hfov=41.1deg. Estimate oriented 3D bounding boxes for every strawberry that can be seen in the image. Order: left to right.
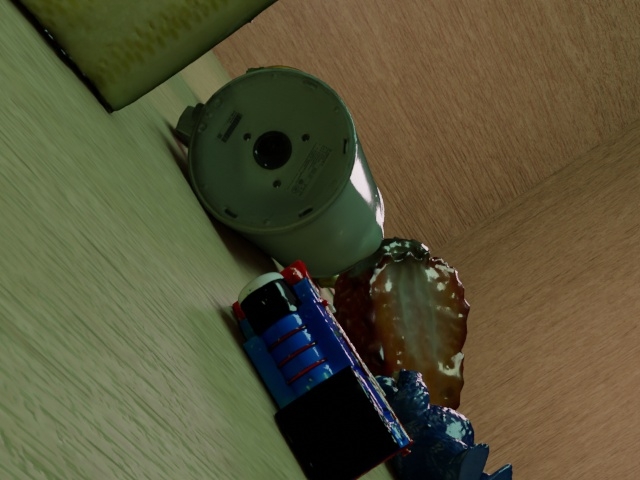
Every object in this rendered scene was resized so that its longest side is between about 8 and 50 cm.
[{"bbox_3d":[0.130,0.165,1.485,0.265,0.149,0.336,-16,94,-43],"label":"strawberry"}]

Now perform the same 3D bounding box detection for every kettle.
[{"bbox_3d":[-0.057,-0.074,1.144,0.318,0.264,0.205,44,45,-73],"label":"kettle"}]

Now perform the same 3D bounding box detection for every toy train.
[{"bbox_3d":[-0.004,0.117,0.758,0.204,0.082,0.131,57,6,15],"label":"toy train"}]

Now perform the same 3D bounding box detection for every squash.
[{"bbox_3d":[-0.147,-0.262,0.801,0.169,0.252,0.093,53,3,-44],"label":"squash"}]

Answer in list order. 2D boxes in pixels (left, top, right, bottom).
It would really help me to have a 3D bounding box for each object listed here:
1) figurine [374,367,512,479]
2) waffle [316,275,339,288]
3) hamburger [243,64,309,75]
[{"bbox_3d":[0.133,0.265,1.148,0.164,0.120,0.262,55,-11,-23],"label":"figurine"},{"bbox_3d":[0.000,0.000,1.664,0.160,0.055,0.211,93,-17,-65],"label":"waffle"},{"bbox_3d":[-0.071,-0.249,1.720,0.246,0.170,0.246,27,-39,24],"label":"hamburger"}]
